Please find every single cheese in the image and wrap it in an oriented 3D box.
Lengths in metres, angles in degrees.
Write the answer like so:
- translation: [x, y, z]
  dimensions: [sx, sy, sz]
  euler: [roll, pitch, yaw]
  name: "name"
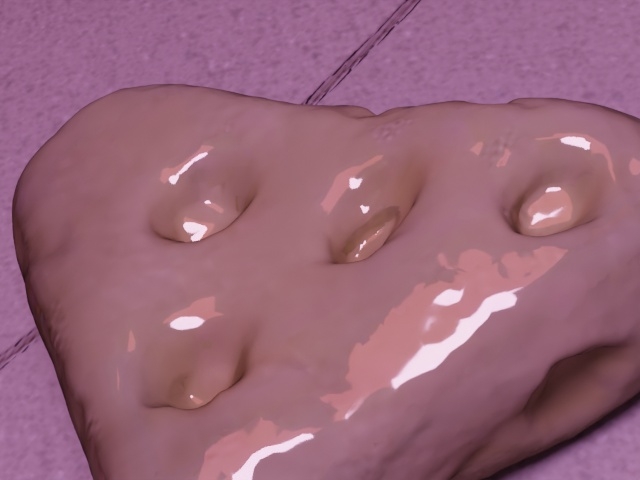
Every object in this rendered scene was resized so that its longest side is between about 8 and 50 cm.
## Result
- translation: [0.000, 0.000, 0.853]
  dimensions: [0.351, 0.129, 0.328]
  euler: [-34, 49, -9]
  name: "cheese"
